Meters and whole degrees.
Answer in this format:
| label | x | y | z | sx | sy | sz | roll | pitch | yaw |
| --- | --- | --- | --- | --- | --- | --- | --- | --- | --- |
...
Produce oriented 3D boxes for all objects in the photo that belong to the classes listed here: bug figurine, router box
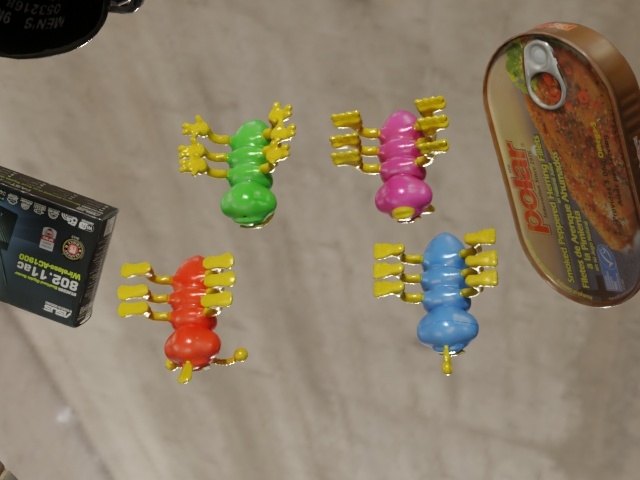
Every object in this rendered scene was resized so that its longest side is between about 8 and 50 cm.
| label | x | y | z | sx | sy | sz | roll | pitch | yaw |
| --- | --- | --- | --- | --- | --- | --- | --- | --- | --- |
| bug figurine | 0.000 | 0.000 | 1.171 | 0.072 | 0.279 | 0.216 | 51 | -141 | -59 |
| router box | -0.224 | 0.002 | 1.238 | 0.038 | 0.122 | 0.092 | -47 | -25 | -70 |

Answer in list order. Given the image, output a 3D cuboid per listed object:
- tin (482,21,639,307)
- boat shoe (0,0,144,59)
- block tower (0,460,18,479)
| label | x | y | z | sx | sy | sz | roll | pitch | yaw |
| --- | --- | --- | --- | --- | --- | --- | --- | --- | --- |
| tin | 0.165 | -0.049 | 1.050 | 0.040 | 0.106 | 0.190 | -33 | -66 | -42 |
| boat shoe | -0.101 | -0.115 | 0.528 | 0.340 | 0.127 | 0.113 | -44 | -41 | -80 |
| block tower | -0.330 | 0.097 | 1.065 | 0.091 | 0.097 | 0.335 | -58 | -45 | -29 |
